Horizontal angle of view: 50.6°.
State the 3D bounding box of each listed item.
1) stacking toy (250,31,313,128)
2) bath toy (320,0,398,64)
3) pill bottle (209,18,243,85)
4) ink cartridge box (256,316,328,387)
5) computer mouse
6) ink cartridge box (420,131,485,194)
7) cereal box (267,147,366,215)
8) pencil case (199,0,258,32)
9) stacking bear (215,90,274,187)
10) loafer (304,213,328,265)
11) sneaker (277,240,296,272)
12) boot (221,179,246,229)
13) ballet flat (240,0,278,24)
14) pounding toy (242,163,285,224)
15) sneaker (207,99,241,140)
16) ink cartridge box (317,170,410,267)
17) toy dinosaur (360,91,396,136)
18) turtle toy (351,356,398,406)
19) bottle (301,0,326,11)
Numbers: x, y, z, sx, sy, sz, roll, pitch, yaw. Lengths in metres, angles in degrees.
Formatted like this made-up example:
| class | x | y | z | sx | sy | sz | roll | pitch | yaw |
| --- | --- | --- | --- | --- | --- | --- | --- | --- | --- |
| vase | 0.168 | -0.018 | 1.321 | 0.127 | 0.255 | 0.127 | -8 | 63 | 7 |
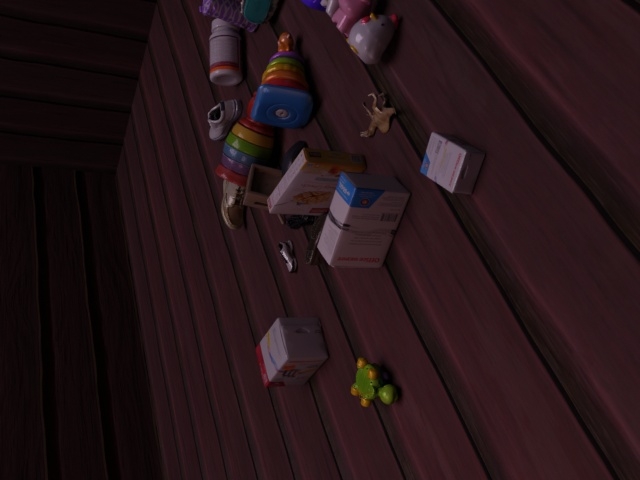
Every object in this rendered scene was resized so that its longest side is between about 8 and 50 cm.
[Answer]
| class | x | y | z | sx | sy | sz | roll | pitch | yaw |
| --- | --- | --- | --- | --- | --- | --- | --- | --- | --- |
| stacking toy | -0.104 | -0.491 | 1.989 | 0.175 | 0.166 | 0.302 | 120 | 155 | -59 |
| bath toy | 0.082 | -0.573 | 1.653 | 0.129 | 0.151 | 0.348 | -39 | 50 | 16 |
| pill bottle | -0.344 | -0.686 | 2.462 | 0.121 | 0.121 | 0.221 | -22 | 68 | 60 |
| ink cartridge box | -0.079 | 0.306 | 1.856 | 0.176 | 0.128 | 0.127 | -56 | 41 | 45 |
| computer mouse | -0.064 | -0.164 | 1.948 | 0.184 | 0.060 | 0.262 | 2 | 89 | 63 |
| ink cartridge box | 0.261 | -0.154 | 1.344 | 0.122 | 0.052 | 0.088 | 49 | 129 | 54 |
| cereal box | -0.014 | -0.143 | 1.732 | 0.240 | 0.173 | 0.047 | -50 | 46 | 50 |
| pencil case | -0.310 | -0.781 | 2.323 | 0.088 | 0.206 | 0.086 | -34 | 52 | 50 |
| stacking bear | -0.212 | -0.323 | 2.142 | 0.175 | 0.164 | 0.289 | 30 | 105 | 24 |
| loafer | 0.000 | 0.000 | 1.826 | 0.056 | 0.050 | 0.148 | 21 | 90 | 57 |
| sneaker | -0.101 | 0.050 | 2.014 | 0.040 | 0.044 | 0.109 | -50 | 47 | 45 |
| boot | -0.279 | -0.158 | 2.336 | 0.165 | 0.077 | 0.213 | -34 | 55 | 54 |
| ballet flat | -0.149 | -0.868 | 2.118 | 0.409 | 0.147 | 0.147 | -53 | 43 | 46 |
| pounding toy | -0.159 | -0.140 | 2.062 | 0.100 | 0.141 | 0.130 | 121 | 159 | -58 |
| sneaker | -0.382 | -0.458 | 2.541 | 0.258 | 0.091 | 0.094 | -38 | 54 | 55 |
| ink cartridge box | 0.095 | -0.044 | 1.542 | 0.086 | 0.148 | 0.203 | 55 | 133 | 48 |
| toy dinosaur | 0.145 | -0.302 | 1.597 | 0.183 | 0.053 | 0.092 | -30 | 76 | 66 |
| turtle toy | 0.124 | 0.328 | 1.536 | 0.130 | 0.066 | 0.095 | 38 | 120 | 57 |
| bottle | 0.024 | -0.766 | 1.808 | 0.118 | 0.092 | 0.283 | 58 | 136 | 49 |
